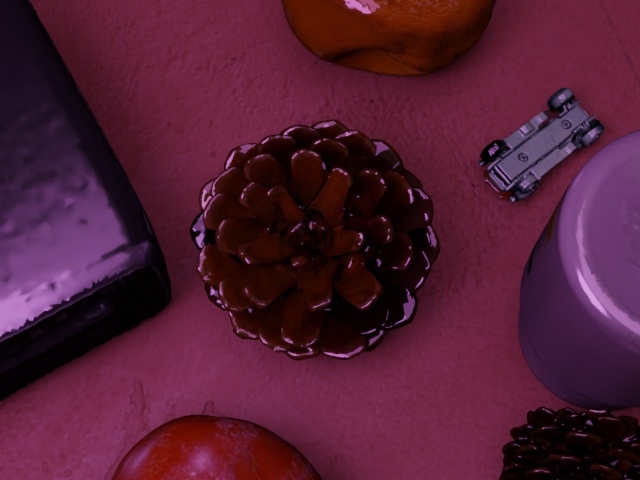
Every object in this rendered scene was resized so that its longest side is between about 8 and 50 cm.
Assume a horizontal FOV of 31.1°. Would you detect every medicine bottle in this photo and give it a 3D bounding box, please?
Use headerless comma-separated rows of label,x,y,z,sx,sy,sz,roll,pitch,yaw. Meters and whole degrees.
medicine bottle,0.297,0.047,1.080,0.208,0.340,0.208,0,73,1

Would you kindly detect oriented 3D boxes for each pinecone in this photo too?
pinecone,0.248,0.254,1.107,0.163,0.163,0.165,13,58,4
pinecone,-0.009,0.006,1.148,0.264,0.264,0.264,0,73,0

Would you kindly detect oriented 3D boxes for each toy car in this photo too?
toy car,0.245,-0.105,1.278,0.143,0.054,0.073,-39,78,-15

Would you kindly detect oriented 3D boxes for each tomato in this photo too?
tomato,-0.104,0.279,1.074,0.232,0.232,0.188,33,38,10

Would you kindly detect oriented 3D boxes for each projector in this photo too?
projector,-0.402,-0.030,1.163,0.395,0.242,0.405,-29,76,-10

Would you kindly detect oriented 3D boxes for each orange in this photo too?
orange,0.069,-0.294,1.274,0.249,0.183,0.249,5,74,-18
